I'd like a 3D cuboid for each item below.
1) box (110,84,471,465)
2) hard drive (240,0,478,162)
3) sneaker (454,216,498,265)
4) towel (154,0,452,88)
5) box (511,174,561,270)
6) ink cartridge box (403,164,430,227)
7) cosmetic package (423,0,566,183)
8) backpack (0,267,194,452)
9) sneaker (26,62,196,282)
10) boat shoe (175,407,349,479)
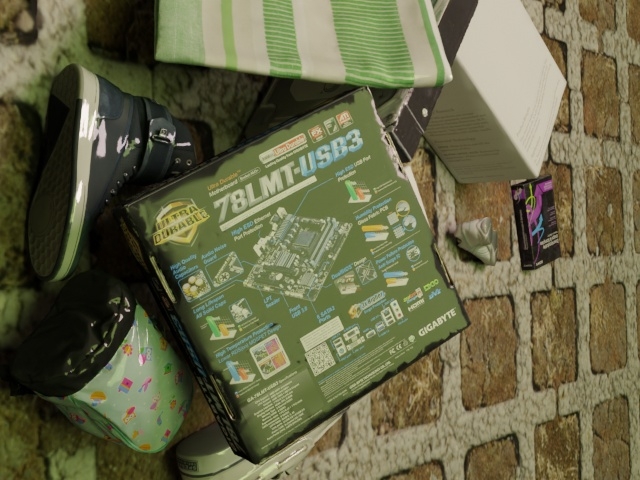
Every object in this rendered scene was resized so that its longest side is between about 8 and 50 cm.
[{"bbox_3d":[-0.020,0.030,1.010,0.295,0.073,0.293,-30,100,-22],"label":"box"},{"bbox_3d":[0.060,-0.240,1.234,0.064,0.236,0.339,50,54,-40],"label":"hard drive"},{"bbox_3d":[0.263,0.000,1.614,0.152,0.061,0.054,52,41,-60],"label":"sneaker"},{"bbox_3d":[-0.023,-0.268,1.089,0.324,0.038,0.248,5,49,-15],"label":"towel"},{"bbox_3d":[0.405,-0.034,1.799,0.116,0.029,0.162,-19,104,-49],"label":"box"},{"bbox_3d":[0.000,0.000,1.201,0.237,0.172,0.100,-36,114,-45],"label":"ink cartridge box"},{"bbox_3d":[0.222,-0.285,1.498,0.385,0.156,0.217,47,54,-37],"label":"cosmetic package"},{"bbox_3d":[-0.211,0.136,0.970,0.152,0.115,0.182,-52,143,-23],"label":"backpack"},{"bbox_3d":[-0.213,-0.053,1.017,0.163,0.086,0.226,21,71,-45],"label":"sneaker"},{"bbox_3d":[-0.058,0.250,1.184,0.267,0.096,0.088,-21,108,-47],"label":"boat shoe"}]
